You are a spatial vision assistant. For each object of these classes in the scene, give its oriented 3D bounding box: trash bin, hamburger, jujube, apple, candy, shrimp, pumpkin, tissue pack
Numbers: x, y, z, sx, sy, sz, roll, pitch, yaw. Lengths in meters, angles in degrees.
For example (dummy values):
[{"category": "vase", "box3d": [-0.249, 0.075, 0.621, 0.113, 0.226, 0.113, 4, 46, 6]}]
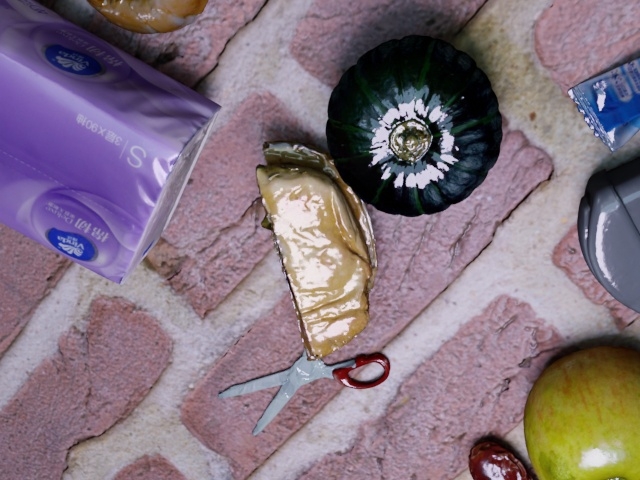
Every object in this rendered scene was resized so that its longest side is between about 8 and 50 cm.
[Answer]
[{"category": "trash bin", "box3d": [0.403, -0.023, 0.868, 0.236, 0.101, 0.177, -29, 100, 20]}, {"category": "hamburger", "box3d": [0.000, 0.000, 0.971, 0.130, 0.124, 0.262, -15, 105, 2]}, {"category": "jujube", "box3d": [0.243, 0.324, 1.055, 0.077, 0.077, 0.129, -34, 94, 23]}, {"category": "apple", "box3d": [0.335, 0.228, 0.939, 0.195, 0.196, 0.196, 5, 111, 13]}, {"category": "candy", "box3d": [0.349, -0.157, 0.863, 0.136, 0.038, 0.088, -28, 98, 31]}, {"category": "shrimp", "box3d": [-0.263, -0.332, 0.945, 0.287, 0.063, 0.152, 17, 126, 7]}, {"category": "pumpkin", "box3d": [0.102, -0.123, 0.883, 0.201, 0.140, 0.202, 5, 114, 11]}, {"category": "tissue pack", "box3d": [-0.326, -0.128, 0.950, 0.338, 0.160, 0.242, 28, 125, -4]}]

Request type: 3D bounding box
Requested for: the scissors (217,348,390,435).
[{"category": "scissors", "box3d": [-0.033, 0.187, 1.105, 0.247, 0.017, 0.144, -36, 98, 25]}]
